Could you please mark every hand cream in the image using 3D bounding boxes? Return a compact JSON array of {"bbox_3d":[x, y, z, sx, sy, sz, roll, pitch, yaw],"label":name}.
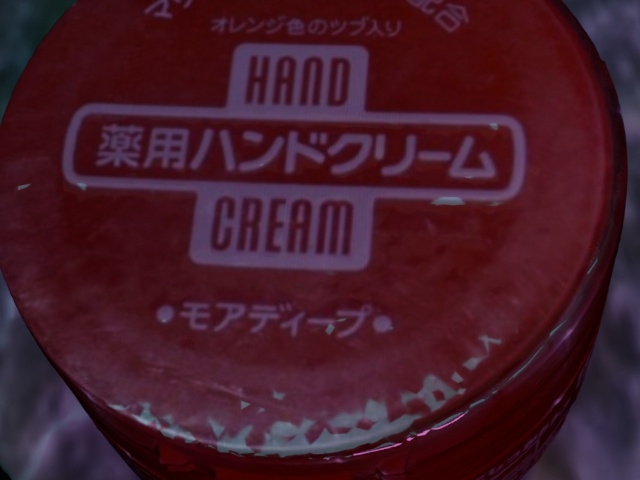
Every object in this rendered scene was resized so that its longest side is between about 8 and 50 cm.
[{"bbox_3d":[0.000,0.000,0.450,0.193,0.125,0.193,-2,63,3],"label":"hand cream"}]

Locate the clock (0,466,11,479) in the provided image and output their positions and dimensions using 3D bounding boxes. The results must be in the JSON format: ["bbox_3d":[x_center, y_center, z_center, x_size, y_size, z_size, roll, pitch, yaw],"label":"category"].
[{"bbox_3d":[-0.193,0.138,0.444,0.215,0.042,0.215,-2,63,5],"label":"clock"}]
